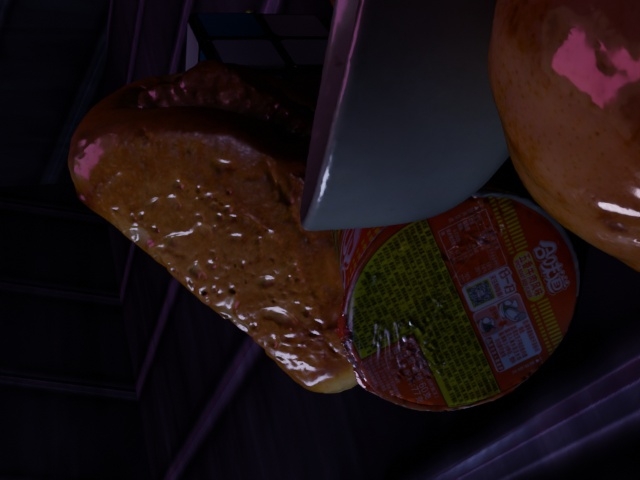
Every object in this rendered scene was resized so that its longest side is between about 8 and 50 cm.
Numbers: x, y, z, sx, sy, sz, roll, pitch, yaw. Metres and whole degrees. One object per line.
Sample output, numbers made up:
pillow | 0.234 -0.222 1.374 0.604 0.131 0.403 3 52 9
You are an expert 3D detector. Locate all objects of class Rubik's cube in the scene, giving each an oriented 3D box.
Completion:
Rubik's cube | -0.068 -0.170 1.194 0.167 0.180 0.183 -118 28 -52

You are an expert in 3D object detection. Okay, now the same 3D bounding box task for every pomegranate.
pomegranate | 0.183 -0.080 0.445 0.207 0.207 0.207 176 90 -71

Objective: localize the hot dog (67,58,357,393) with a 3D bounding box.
hot dog | -0.051 -0.040 1.015 0.223 0.405 0.185 -45 10 14

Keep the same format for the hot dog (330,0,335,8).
hot dog | 0.022 -0.317 1.077 0.083 0.068 0.289 97 157 -46

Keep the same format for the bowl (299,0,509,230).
bowl | 0.083 -0.135 0.623 0.289 0.146 0.289 -170 90 -86

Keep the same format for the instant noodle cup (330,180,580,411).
instant noodle cup | 0.085 0.007 0.811 0.212 0.193 0.193 -115 27 -63

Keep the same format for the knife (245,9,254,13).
knife | -0.125 -0.291 1.581 0.022 0.026 0.184 27 126 22
